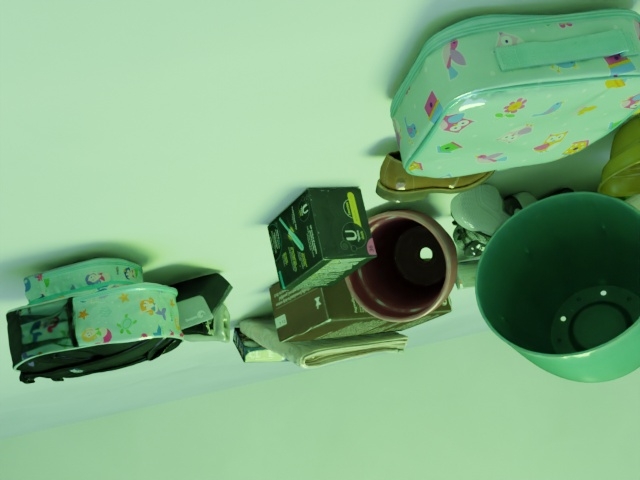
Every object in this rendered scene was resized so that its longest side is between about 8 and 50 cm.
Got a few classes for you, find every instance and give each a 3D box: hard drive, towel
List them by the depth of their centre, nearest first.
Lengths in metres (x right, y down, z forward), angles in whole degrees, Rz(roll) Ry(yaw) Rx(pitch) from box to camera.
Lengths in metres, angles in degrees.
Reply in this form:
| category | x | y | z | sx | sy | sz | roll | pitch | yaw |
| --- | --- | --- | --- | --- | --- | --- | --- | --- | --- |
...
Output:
| category | x | y | z | sx | sy | sz | roll | pitch | yaw |
| --- | --- | --- | --- | --- | --- | --- | --- | --- | --- |
| hard drive | -0.307 | 0.137 | 1.453 | 0.255 | 0.054 | 0.172 | -18 | -166 | 13 |
| towel | 0.003 | 0.243 | 1.912 | 0.317 | 0.053 | 0.332 | -2 | -171 | -31 |

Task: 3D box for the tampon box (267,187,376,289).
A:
| category | x | y | z | sx | sy | sz | roll | pitch | yaw |
| --- | --- | --- | --- | --- | --- | --- | --- | --- | --- |
| tampon box | 0.000 | 0.000 | 1.237 | 0.101 | 0.120 | 0.161 | -3 | 161 | -30 |

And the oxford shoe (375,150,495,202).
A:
| category | x | y | z | sx | sy | sz | roll | pitch | yaw |
| --- | --- | --- | --- | --- | --- | --- | --- | --- | --- |
| oxford shoe | 0.179 | -0.113 | 1.108 | 0.212 | 0.076 | 0.076 | -15 | 127 | -30 |

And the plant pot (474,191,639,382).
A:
| category | x | y | z | sx | sy | sz | roll | pitch | yaw |
| --- | --- | --- | --- | --- | --- | --- | --- | --- | --- |
| plant pot | 0.438 | 0.103 | 1.268 | 0.293 | 0.293 | 0.235 | -20 | 141 | 23 |

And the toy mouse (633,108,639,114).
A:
| category | x | y | z | sx | sy | sz | roll | pitch | yaw |
| --- | --- | --- | --- | --- | --- | --- | --- | --- | --- |
| toy mouse | 0.432 | -0.208 | 1.039 | 0.161 | 0.031 | 0.143 | -11 | 163 | -5 |

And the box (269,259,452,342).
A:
| category | x | y | z | sx | sy | sz | roll | pitch | yaw |
| --- | --- | --- | --- | --- | --- | --- | --- | --- | --- |
| box | 0.095 | 0.136 | 1.739 | 0.381 | 0.143 | 0.191 | -1 | 161 | -40 |

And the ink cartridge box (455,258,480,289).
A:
| category | x | y | z | sx | sy | sz | roll | pitch | yaw |
| --- | --- | --- | --- | --- | --- | --- | --- | --- | --- |
| ink cartridge box | 0.415 | 0.090 | 1.779 | 0.189 | 0.066 | 0.232 | -9 | -164 | 6 |

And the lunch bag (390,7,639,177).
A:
| category | x | y | z | sx | sy | sz | roll | pitch | yaw |
| --- | --- | --- | --- | --- | --- | --- | --- | --- | --- |
| lunch bag | 0.234 | -0.172 | 0.875 | 0.279 | 0.107 | 0.224 | -10 | 160 | -14 |

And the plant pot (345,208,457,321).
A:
| category | x | y | z | sx | sy | sz | roll | pitch | yaw |
| --- | --- | --- | --- | --- | --- | --- | --- | --- | --- |
| plant pot | 0.167 | 0.038 | 1.404 | 0.201 | 0.201 | 0.180 | -21 | 177 | 26 |

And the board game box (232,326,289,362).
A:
| category | x | y | z | sx | sy | sz | roll | pitch | yaw |
| --- | --- | --- | --- | --- | --- | --- | --- | --- | --- |
| board game box | -0.097 | 0.272 | 2.000 | 0.243 | 0.042 | 0.165 | 1 | -169 | -17 |

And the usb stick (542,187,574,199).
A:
| category | x | y | z | sx | sy | sz | roll | pitch | yaw |
| --- | --- | --- | --- | --- | --- | --- | --- | --- | --- |
| usb stick | 0.414 | -0.034 | 1.562 | 0.077 | 0.045 | 0.278 | -30 | 176 | -34 |

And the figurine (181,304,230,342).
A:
| category | x | y | z | sx | sy | sz | roll | pitch | yaw |
| --- | --- | --- | --- | --- | --- | --- | --- | --- | --- |
| figurine | -0.325 | 0.187 | 1.698 | 0.210 | 0.092 | 0.215 | -7 | 165 | 7 |

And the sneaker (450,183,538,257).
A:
| category | x | y | z | sx | sy | sz | roll | pitch | yaw |
| --- | --- | --- | --- | --- | --- | --- | --- | --- | --- |
| sneaker | 0.293 | -0.027 | 1.404 | 0.269 | 0.101 | 0.153 | 0 | 156 | -46 |

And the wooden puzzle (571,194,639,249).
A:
| category | x | y | z | sx | sy | sz | roll | pitch | yaw |
| --- | --- | --- | --- | --- | --- | --- | --- | --- | --- |
| wooden puzzle | 0.512 | -0.022 | 1.534 | 0.322 | 0.080 | 0.348 | -21 | 168 | -44 |

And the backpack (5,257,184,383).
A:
| category | x | y | z | sx | sy | sz | roll | pitch | yaw |
| --- | --- | --- | --- | --- | --- | --- | --- | --- | --- |
| backpack | -0.361 | 0.132 | 1.271 | 0.254 | 0.191 | 0.225 | -9 | 168 | 11 |

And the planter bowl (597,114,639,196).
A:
| category | x | y | z | sx | sy | sz | roll | pitch | yaw |
| --- | --- | --- | --- | --- | --- | --- | --- | --- | --- |
| planter bowl | 0.537 | -0.151 | 1.205 | 0.217 | 0.090 | 0.217 | -12 | 164 | -3 |
